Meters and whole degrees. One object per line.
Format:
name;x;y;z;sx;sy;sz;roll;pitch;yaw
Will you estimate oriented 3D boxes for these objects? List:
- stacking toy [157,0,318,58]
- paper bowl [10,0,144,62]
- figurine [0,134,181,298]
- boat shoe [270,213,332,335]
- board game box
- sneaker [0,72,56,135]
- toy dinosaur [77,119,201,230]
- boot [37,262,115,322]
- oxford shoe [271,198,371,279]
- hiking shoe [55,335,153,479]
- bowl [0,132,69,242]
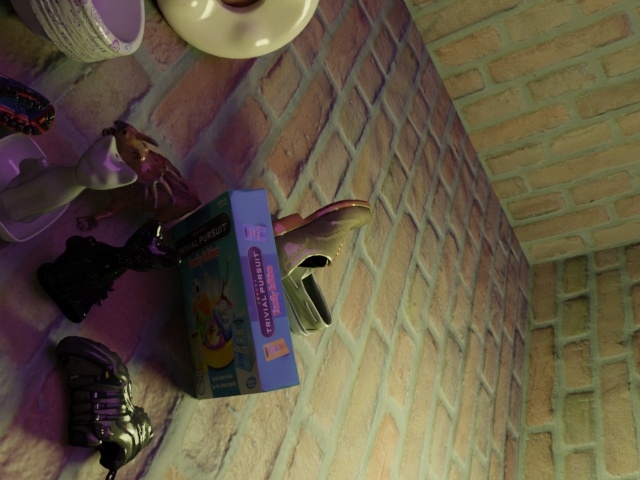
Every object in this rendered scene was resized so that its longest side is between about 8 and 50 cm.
stacking toy;-0.200;-0.675;1.580;0.350;0.351;0.480;42;26;-43
paper bowl;-0.409;-0.434;1.140;0.284;0.148;0.284;-10;90;-82
figurine;-0.319;-0.033;0.986;0.214;0.209;0.092;66;30;-19
boat shoe;-0.057;0.071;1.598;0.109;0.094;0.302;-39;109;-58
board game box;-0.162;0.104;1.243;0.079;0.254;0.336;-5;79;-35
sneaker;-0.501;-0.223;1.017;0.221;0.087;0.083;32;90;-34
toy dinosaur;-0.277;-0.087;1.197;0.296;0.200;0.127;15;64;-57
boot;-0.382;0.060;1.105;0.121;0.045;0.099;66;32;-29
oxford shoe;0.000;0.000;1.544;0.348;0.123;0.130;-20;79;-41
hiking shoe;-0.336;0.251;1.050;0.226;0.086;0.114;64;28;-19
bowl;-0.456;-0.075;1.035;0.142;0.053;0.142;61;32;-20
